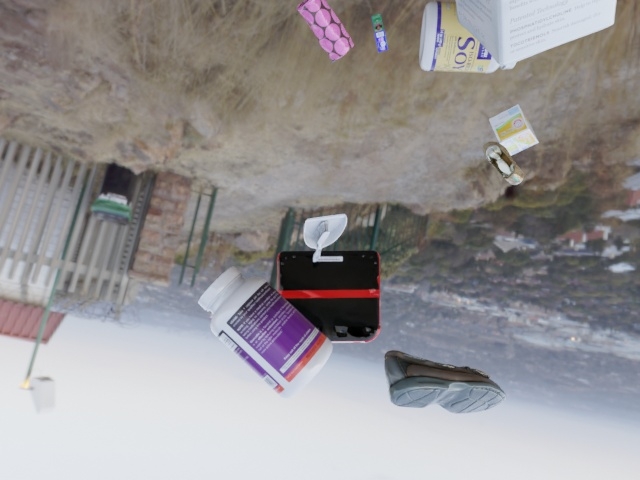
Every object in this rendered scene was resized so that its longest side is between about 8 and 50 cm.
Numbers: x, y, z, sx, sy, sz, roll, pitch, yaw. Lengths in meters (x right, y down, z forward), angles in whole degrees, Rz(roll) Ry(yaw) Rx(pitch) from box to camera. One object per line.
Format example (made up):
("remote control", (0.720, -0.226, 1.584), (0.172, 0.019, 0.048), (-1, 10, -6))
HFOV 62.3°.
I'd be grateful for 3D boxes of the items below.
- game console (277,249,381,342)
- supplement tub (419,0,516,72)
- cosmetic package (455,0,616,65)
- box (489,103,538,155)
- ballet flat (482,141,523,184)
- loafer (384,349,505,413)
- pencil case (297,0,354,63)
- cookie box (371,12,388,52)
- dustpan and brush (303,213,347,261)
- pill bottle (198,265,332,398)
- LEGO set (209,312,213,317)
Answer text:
("game console", (0.032, 0.209, 1.966), (0.385, 0.343, 0.060), (0, 173, -1))
("supplement tub", (0.534, -0.730, 1.911), (0.330, 0.241, 0.241), (4, 168, 5))
("cosmetic package", (0.552, -0.755, 1.397), (0.327, 0.330, 0.394), (-20, 135, 3))
("box", (0.704, -0.397, 1.924), (0.114, 0.103, 0.203), (-26, 163, 27))
("ballet flat", (0.600, -0.270, 1.767), (0.067, 0.073, 0.206), (15, -146, -42))
("loafer", (0.217, 0.237, 0.908), (0.267, 0.084, 0.096), (17, 130, -35))
("pencil case", (0.012, -0.670, 1.666), (0.098, 0.095, 0.209), (11, 147, 52))
("cookie box", (0.224, -0.786, 2.004), (0.040, 0.107, 0.092), (-12, 146, 10))
("dustpan and brush", (0.000, 0.000, 1.739), (0.147, 0.060, 0.211), (-9, 154, -22))
("pill bottle", (-0.138, 0.216, 1.292), (0.323, 0.181, 0.181), (43, 168, 2))
("LEGO set", (-0.276, 0.235, 1.665), (0.107, 0.132, 0.287), (43, 168, -4))
